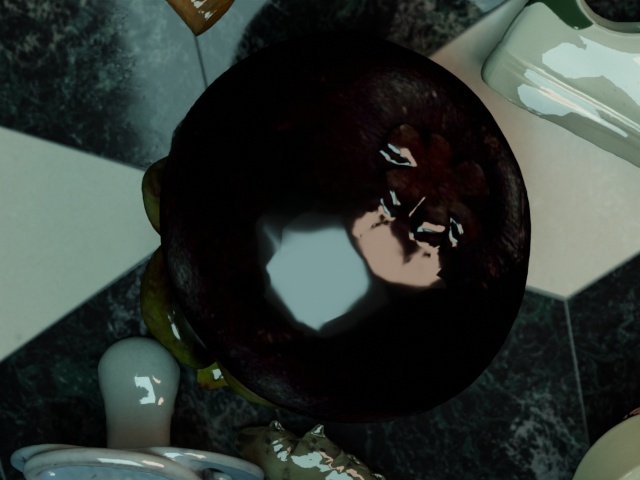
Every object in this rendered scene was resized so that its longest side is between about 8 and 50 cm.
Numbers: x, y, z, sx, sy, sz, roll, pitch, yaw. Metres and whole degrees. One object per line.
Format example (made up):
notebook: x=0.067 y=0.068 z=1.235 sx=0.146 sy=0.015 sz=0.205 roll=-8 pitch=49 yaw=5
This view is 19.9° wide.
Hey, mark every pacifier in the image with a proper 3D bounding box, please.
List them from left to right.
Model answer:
pacifier: x=-0.199 y=0.203 z=1.981 sx=0.279 sy=0.227 sz=0.207 roll=0 pitch=69 yaw=13

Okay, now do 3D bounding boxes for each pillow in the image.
pillow: x=0.019 y=0.268 z=2.022 sx=0.241 sy=0.051 sz=0.093 roll=38 pitch=118 yaw=-6

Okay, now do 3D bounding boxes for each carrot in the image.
carrot: x=-0.179 y=-0.305 z=1.842 sx=0.057 sy=0.057 sz=0.224 roll=-40 pitch=97 yaw=19

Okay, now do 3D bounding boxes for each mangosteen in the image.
mangosteen: x=0.000 y=0.000 z=1.794 sx=0.382 sy=0.382 sz=0.435 roll=48 pitch=147 yaw=-10

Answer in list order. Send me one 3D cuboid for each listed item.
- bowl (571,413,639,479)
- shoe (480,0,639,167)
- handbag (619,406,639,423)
bowl: x=0.364 y=0.294 z=1.825 sx=0.237 sy=0.126 sz=0.238 roll=2 pitch=107 yaw=7
shoe: x=0.349 y=-0.143 z=1.794 sx=0.363 sy=0.132 sz=0.160 roll=28 pitch=106 yaw=1
handbag: x=0.383 y=0.270 z=1.941 sx=0.205 sy=0.116 sz=0.179 roll=35 pitch=110 yaw=-5
